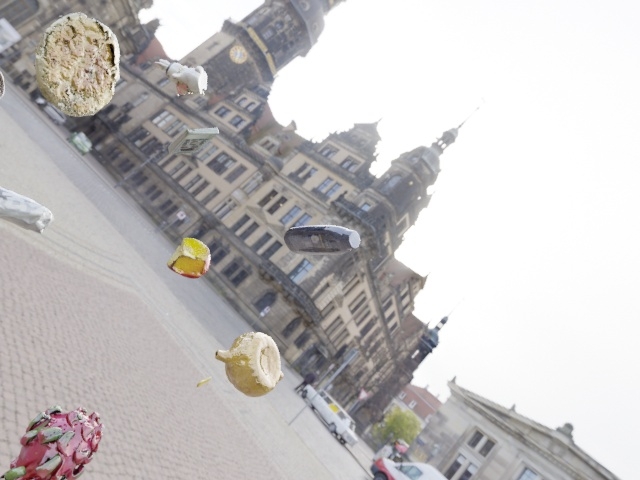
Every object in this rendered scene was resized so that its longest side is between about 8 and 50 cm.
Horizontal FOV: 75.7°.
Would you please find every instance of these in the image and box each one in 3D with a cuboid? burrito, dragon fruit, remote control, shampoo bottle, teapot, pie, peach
[{"bbox_3d":[-1.032,-0.141,1.221,0.139,0.101,0.445,9,-17,48],"label":"burrito"},{"bbox_3d":[-0.744,0.599,1.148,0.198,0.273,0.218,20,-44,-4],"label":"dragon fruit"},{"bbox_3d":[-0.487,-0.377,1.566,0.285,0.123,0.038,-5,-82,55],"label":"remote control"},{"bbox_3d":[0.000,0.000,1.071,0.233,0.049,0.087,-2,-52,46],"label":"shampoo bottle"},{"bbox_3d":[-0.238,0.419,1.372,0.311,0.166,0.204,51,30,-49],"label":"teapot"},{"bbox_3d":[-0.653,-0.474,1.129,0.055,0.274,0.274,27,-18,11],"label":"pie"},{"bbox_3d":[-0.451,0.065,1.445,0.151,0.151,0.118,28,-20,52],"label":"peach"}]

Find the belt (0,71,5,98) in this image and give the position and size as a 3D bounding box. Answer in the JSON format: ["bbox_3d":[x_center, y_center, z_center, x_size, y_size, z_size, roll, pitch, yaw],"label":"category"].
[{"bbox_3d":[-0.895,-0.427,1.116,0.036,0.059,0.083,20,-57,0],"label":"belt"}]

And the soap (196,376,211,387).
[{"bbox_3d":[-0.496,0.601,1.747,0.012,0.034,0.089,36,9,17],"label":"soap"}]

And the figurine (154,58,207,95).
[{"bbox_3d":[-0.427,-0.487,1.248,0.146,0.098,0.081,12,21,5],"label":"figurine"}]
